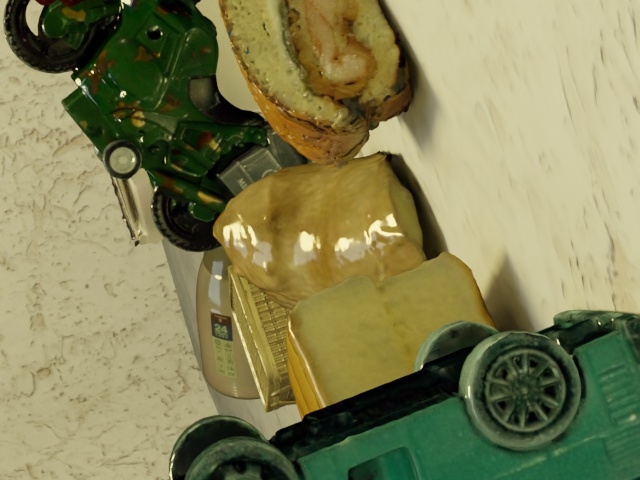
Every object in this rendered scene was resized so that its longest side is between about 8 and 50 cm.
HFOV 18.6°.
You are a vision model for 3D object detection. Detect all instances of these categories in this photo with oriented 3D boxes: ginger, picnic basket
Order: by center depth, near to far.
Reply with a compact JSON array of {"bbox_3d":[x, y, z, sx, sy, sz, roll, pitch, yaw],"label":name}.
[{"bbox_3d":[0.003,0.000,1.204,0.193,0.122,0.115,146,125,-77],"label":"ginger"},{"bbox_3d":[-0.026,0.077,1.697,0.164,0.079,0.115,99,151,-74],"label":"picnic basket"}]

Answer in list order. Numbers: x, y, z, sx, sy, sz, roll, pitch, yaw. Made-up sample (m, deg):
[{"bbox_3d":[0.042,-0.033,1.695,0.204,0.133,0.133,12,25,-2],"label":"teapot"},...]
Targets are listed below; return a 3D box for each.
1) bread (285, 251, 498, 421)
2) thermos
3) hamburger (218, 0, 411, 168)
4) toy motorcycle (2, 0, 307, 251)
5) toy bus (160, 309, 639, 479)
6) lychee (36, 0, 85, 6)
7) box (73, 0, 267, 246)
[{"bbox_3d":[0.073,0.154,1.057,0.239,0.111,0.246,87,160,-74],"label":"bread"},{"bbox_3d":[-0.061,0.056,1.898,0.137,0.105,0.193,31,140,37],"label":"thermos"},{"bbox_3d":[-0.006,-0.098,1.099,0.102,0.087,0.176,83,164,-51],"label":"hamburger"},{"bbox_3d":[-0.105,-0.124,1.529,0.275,0.187,0.125,54,176,-17],"label":"toy motorcycle"},{"bbox_3d":[0.023,0.129,0.813,0.128,0.256,0.147,169,80,-83],"label":"toy bus"},{"bbox_3d":[-0.186,-0.291,1.362,0.264,0.300,0.264,16,-90,-70],"label":"lychee"},{"bbox_3d":[-0.157,-0.179,1.767,0.173,0.145,0.333,84,166,-65],"label":"box"}]
